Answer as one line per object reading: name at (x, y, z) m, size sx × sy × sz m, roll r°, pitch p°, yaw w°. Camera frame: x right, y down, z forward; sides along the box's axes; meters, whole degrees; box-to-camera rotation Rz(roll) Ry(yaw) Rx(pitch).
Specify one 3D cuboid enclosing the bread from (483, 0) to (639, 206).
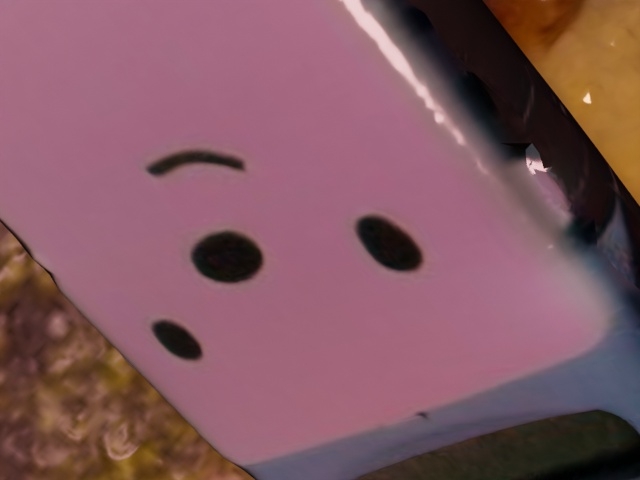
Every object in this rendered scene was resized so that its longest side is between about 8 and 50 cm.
bread at (0.143, -0.023, 0.493) m, size 0.252 × 0.174 × 0.133 m, roll 62°, pitch 32°, yaw -32°

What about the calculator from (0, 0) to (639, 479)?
calculator at (0.000, 0.000, 0.444) m, size 0.293 × 0.173 × 0.051 m, roll 48°, pitch 39°, yaw -21°
